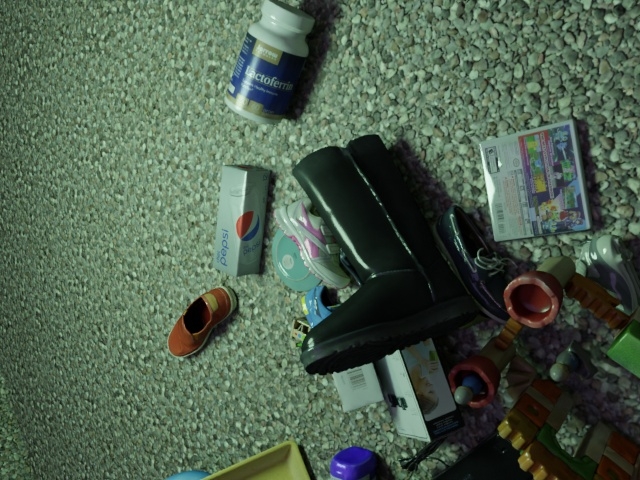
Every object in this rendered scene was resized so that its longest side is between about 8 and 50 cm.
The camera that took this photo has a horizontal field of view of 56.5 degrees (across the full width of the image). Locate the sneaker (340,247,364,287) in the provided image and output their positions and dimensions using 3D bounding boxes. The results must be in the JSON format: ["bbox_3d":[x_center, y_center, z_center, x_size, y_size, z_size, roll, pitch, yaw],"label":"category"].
[{"bbox_3d":[0.091,-0.006,1.326,0.111,0.121,0.300,-35,73,36],"label":"sneaker"}]

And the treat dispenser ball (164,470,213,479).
[{"bbox_3d":[-0.371,0.808,1.695,0.288,0.288,0.288,6,99,38],"label":"treat dispenser ball"}]

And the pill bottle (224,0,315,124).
[{"bbox_3d":[-0.119,-0.426,1.424,0.153,0.153,0.264,39,118,29],"label":"pill bottle"}]

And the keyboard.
[{"bbox_3d":[0.289,0.489,1.263,0.201,0.033,0.317,41,120,3],"label":"keyboard"}]

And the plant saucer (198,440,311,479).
[{"bbox_3d":[-0.157,0.741,1.559,0.333,0.081,0.333,-22,77,-6],"label":"plant saucer"}]

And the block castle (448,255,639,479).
[{"bbox_3d":[0.454,0.268,0.952,0.453,0.213,0.303,38,129,20],"label":"block castle"}]

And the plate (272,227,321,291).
[{"bbox_3d":[-0.061,0.039,1.519,0.188,0.024,0.188,6,100,37],"label":"plate"}]

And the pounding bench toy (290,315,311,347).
[{"bbox_3d":[-0.035,0.243,1.504,0.065,0.052,0.083,21,109,35],"label":"pounding bench toy"}]

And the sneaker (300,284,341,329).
[{"bbox_3d":[0.026,0.208,1.440,0.082,0.069,0.209,-33,74,34],"label":"sneaker"}]

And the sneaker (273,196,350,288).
[{"bbox_3d":[0.000,0.000,1.413,0.111,0.103,0.252,-37,86,11],"label":"sneaker"}]

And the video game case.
[{"bbox_3d":[0.403,-0.108,1.126,0.183,0.023,0.201,-9,89,39],"label":"video game case"}]

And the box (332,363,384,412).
[{"bbox_3d":[0.073,0.285,1.327,0.091,0.170,0.130,-18,91,1],"label":"box"}]

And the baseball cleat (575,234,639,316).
[{"bbox_3d":[0.514,0.093,1.044,0.109,0.072,0.206,-24,78,54],"label":"baseball cleat"}]

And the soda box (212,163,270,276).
[{"bbox_3d":[-0.211,-0.054,1.584,0.098,0.091,0.286,18,107,36],"label":"soda box"}]

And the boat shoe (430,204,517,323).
[{"bbox_3d":[0.316,0.043,1.173,0.079,0.095,0.254,-54,54,43],"label":"boat shoe"}]

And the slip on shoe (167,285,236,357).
[{"bbox_3d":[-0.372,0.244,1.747,0.331,0.101,0.123,-42,71,36],"label":"slip on shoe"}]

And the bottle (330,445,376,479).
[{"bbox_3d":[0.082,0.645,1.419,0.092,0.118,0.283,2,98,38],"label":"bottle"}]

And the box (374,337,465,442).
[{"bbox_3d":[0.185,0.266,1.262,0.169,0.087,0.290,137,116,-69],"label":"box"}]

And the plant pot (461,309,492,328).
[{"bbox_3d":[0.305,0.140,1.208,0.083,0.083,0.079,59,138,17],"label":"plant pot"}]

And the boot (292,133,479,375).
[{"bbox_3d":[0.054,0.006,1.166,0.445,0.367,0.146,65,151,23],"label":"boot"}]
